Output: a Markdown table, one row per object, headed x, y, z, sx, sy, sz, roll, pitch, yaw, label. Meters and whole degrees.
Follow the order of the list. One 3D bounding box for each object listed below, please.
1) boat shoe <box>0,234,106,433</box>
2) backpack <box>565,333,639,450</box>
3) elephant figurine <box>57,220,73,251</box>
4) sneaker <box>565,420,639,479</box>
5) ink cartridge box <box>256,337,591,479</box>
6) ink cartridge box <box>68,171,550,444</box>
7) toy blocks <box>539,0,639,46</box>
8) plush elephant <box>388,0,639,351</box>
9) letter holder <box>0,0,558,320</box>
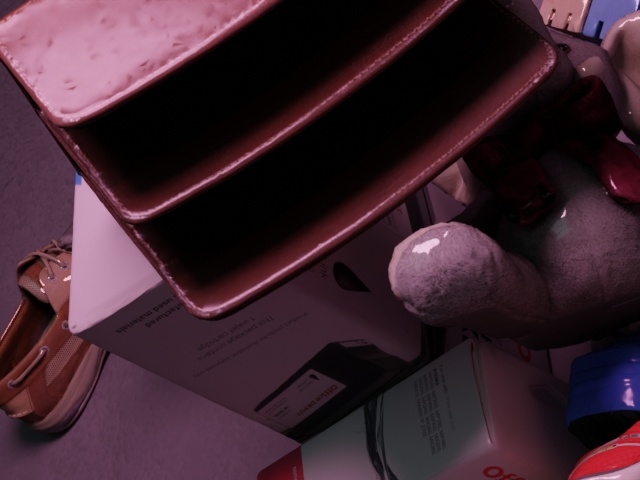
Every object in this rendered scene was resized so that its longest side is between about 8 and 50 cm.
| x | y | z | sx | sy | sz | roll | pitch | yaw | label |
| --- | --- | --- | --- | --- | --- | --- | --- | --- | --- |
| -0.280 | 0.055 | 1.915 | 0.123 | 0.116 | 0.324 | 12 | 77 | 52 | boat shoe |
| 0.237 | 0.117 | 1.253 | 0.098 | 0.120 | 0.101 | -23 | 51 | 42 | backpack |
| -0.175 | -0.029 | 1.653 | 0.239 | 0.186 | 0.169 | 9 | 41 | 37 | elephant figurine |
| 0.201 | 0.208 | 1.206 | 0.118 | 0.107 | 0.279 | -46 | -10 | -24 | sneaker |
| 0.095 | 0.195 | 1.331 | 0.237 | 0.172 | 0.100 | -35 | 45 | 31 | ink cartridge box |
| 0.000 | 0.000 | 1.385 | 0.166 | 0.395 | 0.285 | -30 | 47 | 32 | ink cartridge box |
| 0.277 | -0.268 | 1.427 | 0.381 | 0.191 | 0.261 | 24 | 99 | 44 | toy blocks |
| 0.176 | -0.065 | 1.247 | 0.272 | 0.330 | 0.255 | -19 | 72 | 7 | plush elephant |
| -0.024 | -0.121 | 1.113 | 0.302 | 0.152 | 0.214 | -36 | 52 | -7 | letter holder |
